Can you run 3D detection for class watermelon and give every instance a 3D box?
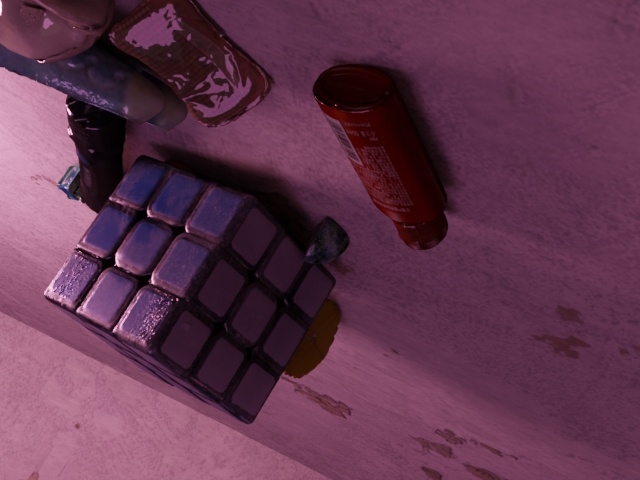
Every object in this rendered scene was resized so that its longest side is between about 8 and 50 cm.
[{"bbox_3d":[0.000,0.000,1.852,0.085,0.085,0.061,52,-176,-42],"label":"watermelon"}]

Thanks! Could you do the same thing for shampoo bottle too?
[{"bbox_3d":[0.093,-0.102,1.490,0.118,0.076,0.314,14,153,33],"label":"shampoo bottle"}]

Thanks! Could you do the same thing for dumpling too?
[{"bbox_3d":[-0.382,-0.340,1.406,0.260,0.341,0.181,36,116,-26],"label":"dumpling"}]

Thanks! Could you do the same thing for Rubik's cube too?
[{"bbox_3d":[-0.212,0.082,1.898,0.301,0.305,0.304,22,165,40],"label":"Rubik's cube"}]

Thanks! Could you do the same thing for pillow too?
[{"bbox_3d":[-0.171,-0.243,1.526,0.135,0.034,0.211,-33,120,27],"label":"pillow"}]

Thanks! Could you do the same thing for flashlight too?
[{"bbox_3d":[-0.384,-0.151,1.959,0.103,0.103,0.424,30,159,1],"label":"flashlight"}]

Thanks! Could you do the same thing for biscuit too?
[{"bbox_3d":[-0.236,-0.111,1.958,0.078,0.015,0.091,18,157,34],"label":"biscuit"}]

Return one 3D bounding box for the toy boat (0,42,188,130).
[{"bbox_3d":[-0.346,-0.268,1.636,0.330,0.123,0.215,24,-174,10],"label":"toy boat"}]

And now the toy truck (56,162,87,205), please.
[{"bbox_3d":[-0.432,-0.079,2.216,0.081,0.067,0.175,12,155,49],"label":"toy truck"}]

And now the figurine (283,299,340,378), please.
[{"bbox_3d":[-0.135,0.112,2.174,0.315,0.168,0.187,32,-172,26],"label":"figurine"}]
